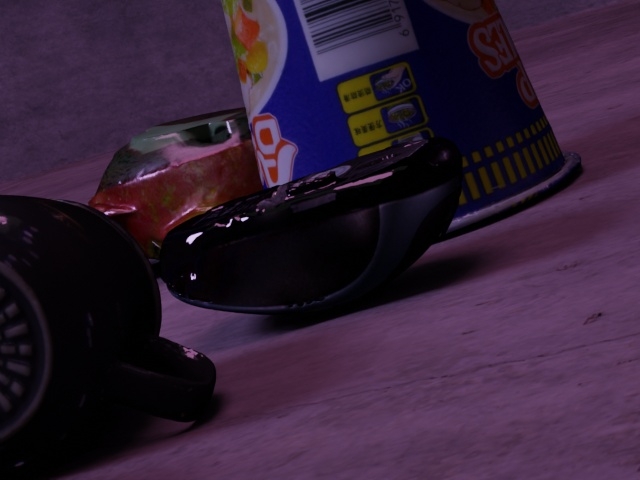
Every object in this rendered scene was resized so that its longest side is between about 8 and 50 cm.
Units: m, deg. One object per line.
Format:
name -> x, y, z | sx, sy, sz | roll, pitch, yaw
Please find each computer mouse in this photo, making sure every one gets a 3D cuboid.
computer mouse -> 0.000, 0.000, 1.277 | 0.233, 0.096, 0.137 | -19, 3, 23

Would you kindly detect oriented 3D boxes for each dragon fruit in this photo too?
dragon fruit -> -0.102, -0.050, 1.700 | 0.268, 0.130, 0.295 | -13, 9, 0

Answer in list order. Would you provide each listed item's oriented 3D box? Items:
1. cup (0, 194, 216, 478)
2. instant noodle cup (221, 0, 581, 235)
cup -> -0.167, 0.062, 1.119 | 0.223, 0.169, 0.176 | 19, 9, 9
instant noodle cup -> 0.036, -0.164, 1.489 | 0.284, 0.312, 0.284 | -18, 9, 3
